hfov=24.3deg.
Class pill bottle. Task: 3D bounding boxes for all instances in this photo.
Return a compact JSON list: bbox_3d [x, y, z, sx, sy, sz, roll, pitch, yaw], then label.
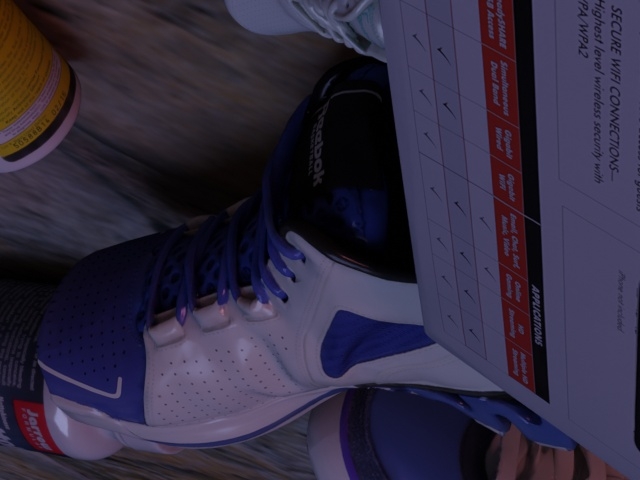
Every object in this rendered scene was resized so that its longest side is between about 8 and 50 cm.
[{"bbox_3d":[-0.165,0.081,0.936,0.180,0.108,0.108,6,152,25],"label":"pill bottle"},{"bbox_3d":[-0.160,-0.086,0.648,0.065,0.065,0.116,3,151,29],"label":"pill bottle"}]

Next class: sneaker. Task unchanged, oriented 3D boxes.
[{"bbox_3d":[0.014,-0.093,0.523,0.152,0.061,0.054,-8,145,46],"label":"sneaker"},{"bbox_3d":[0.001,0.000,0.665,0.315,0.127,0.182,-3,144,25],"label":"sneaker"},{"bbox_3d":[0.181,0.135,0.811,0.323,0.130,0.236,34,141,-19],"label":"sneaker"}]

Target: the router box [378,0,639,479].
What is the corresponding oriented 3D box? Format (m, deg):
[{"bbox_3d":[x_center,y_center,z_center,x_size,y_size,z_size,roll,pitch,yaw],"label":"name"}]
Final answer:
[{"bbox_3d":[0.145,-0.022,0.342,0.301,0.082,0.335,35,153,32],"label":"router box"}]
